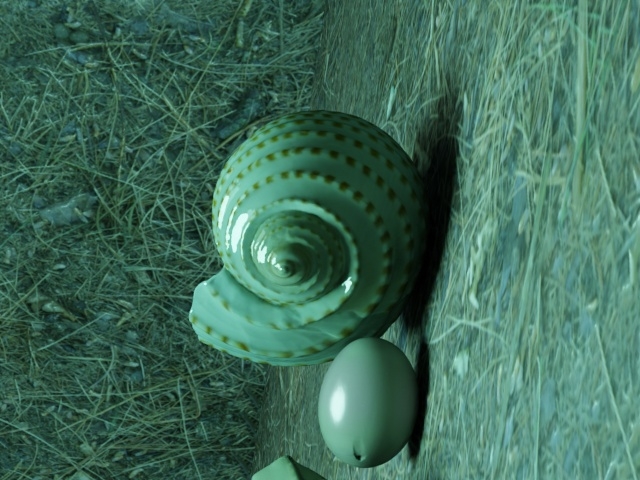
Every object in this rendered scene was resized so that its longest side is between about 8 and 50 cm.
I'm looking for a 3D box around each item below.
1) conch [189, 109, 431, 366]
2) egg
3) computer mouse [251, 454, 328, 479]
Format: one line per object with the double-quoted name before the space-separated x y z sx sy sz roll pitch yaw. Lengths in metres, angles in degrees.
"conch" 0.011 0.008 1.536 0.319 0.215 0.303 -17 -47 -55
"egg" 0.050 0.166 1.468 0.103 0.103 0.135 -135 54 -82
"computer mouse" 0.015 0.410 1.378 0.228 0.145 0.429 -142 47 -74
